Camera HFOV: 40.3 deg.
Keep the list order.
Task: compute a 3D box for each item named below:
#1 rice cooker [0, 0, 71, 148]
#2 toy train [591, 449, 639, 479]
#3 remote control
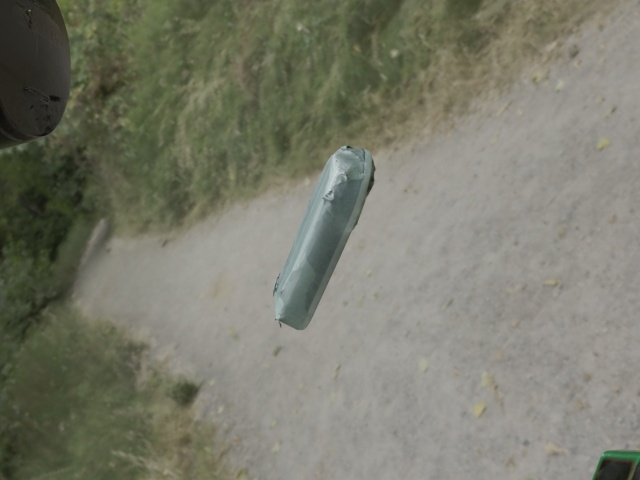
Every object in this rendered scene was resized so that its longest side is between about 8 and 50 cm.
[{"bbox_3d":[-0.270,-0.154,0.715,0.107,0.165,0.112,-19,-16,15],"label":"rice cooker"},{"bbox_3d":[0.173,0.166,0.406,0.136,0.091,0.227,-64,4,-18],"label":"toy train"},{"bbox_3d":[0.000,0.000,1.005,0.104,0.052,0.247,-89,19,-55],"label":"remote control"}]
